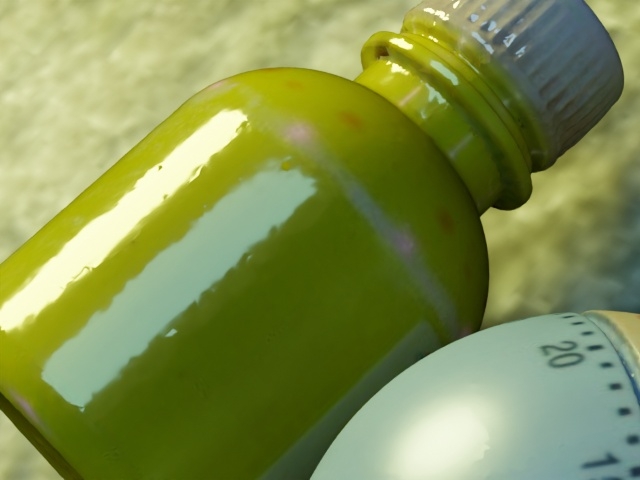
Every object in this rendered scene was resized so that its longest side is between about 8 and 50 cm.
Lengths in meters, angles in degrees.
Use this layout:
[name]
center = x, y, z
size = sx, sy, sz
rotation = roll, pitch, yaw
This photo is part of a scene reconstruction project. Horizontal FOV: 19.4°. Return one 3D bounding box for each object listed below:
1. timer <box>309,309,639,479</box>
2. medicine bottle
[timer]
center = 0.114, 0.085, 0.449
size = 0.255, 0.175, 0.175
rotation = -13, 51, 11
[medicine bottle]
center = 0.000, 0.000, 0.583
size = 0.212, 0.122, 0.122
rotation = -43, 51, -13
